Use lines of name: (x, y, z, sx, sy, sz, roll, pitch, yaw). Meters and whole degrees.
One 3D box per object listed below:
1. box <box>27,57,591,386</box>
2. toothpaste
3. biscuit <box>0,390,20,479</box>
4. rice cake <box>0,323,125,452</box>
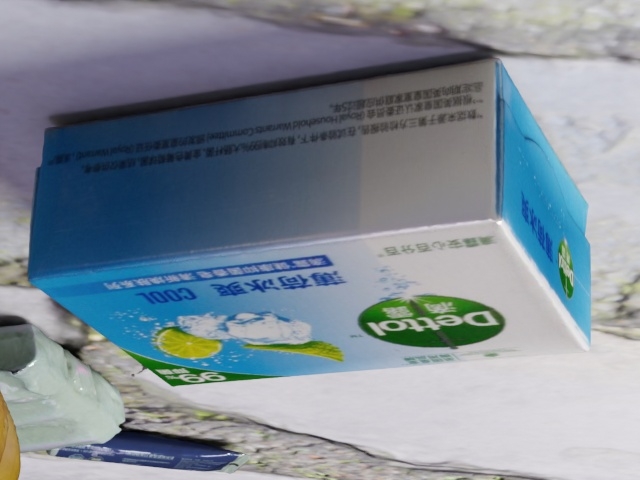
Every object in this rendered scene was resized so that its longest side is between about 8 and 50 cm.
box: (-0.001, -0.001, 0.759, 0.194, 0.073, 0.139, -7, 154, 20)
toothpaste: (-0.113, 0.126, 1.127, 0.140, 0.021, 0.037, 10, 154, -22)
biscuit: (-0.295, 0.072, 0.858, 0.326, 0.107, 0.325, 3, 150, 2)
rice cake: (-0.236, 0.087, 1.022, 0.237, 0.043, 0.127, -4, 156, 15)
